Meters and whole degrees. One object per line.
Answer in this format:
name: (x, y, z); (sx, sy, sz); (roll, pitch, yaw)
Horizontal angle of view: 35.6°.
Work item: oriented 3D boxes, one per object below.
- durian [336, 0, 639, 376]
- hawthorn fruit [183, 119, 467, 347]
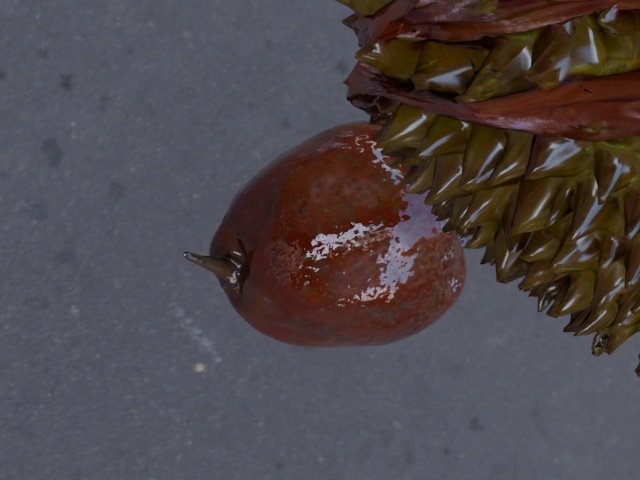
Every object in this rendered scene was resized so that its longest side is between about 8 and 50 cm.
durian: (0.178, -0.119, 0.437); (0.347, 0.347, 0.385); (14, 60, -38)
hawthorn fruit: (0.000, 0.000, 0.918); (0.262, 0.210, 0.211); (-9, 83, -15)
